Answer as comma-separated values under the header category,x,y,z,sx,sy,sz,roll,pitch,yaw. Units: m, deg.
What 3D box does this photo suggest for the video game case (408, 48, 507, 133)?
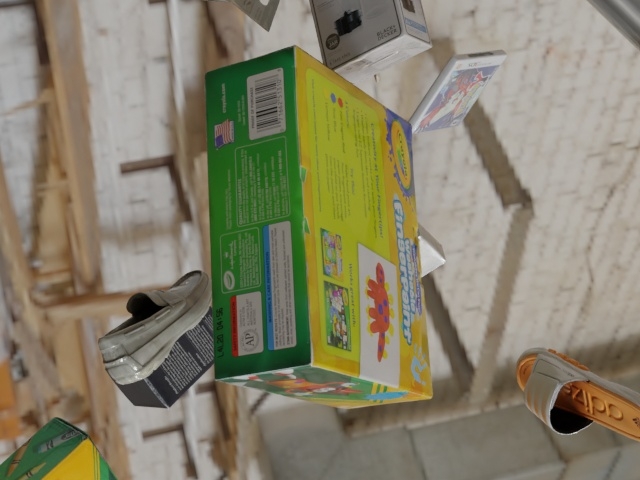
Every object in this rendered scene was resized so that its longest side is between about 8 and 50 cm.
category,x,y,z,sx,sy,sz,roll,pitch,yaw
video game case,0.279,-0.306,2.618,0.023,0.183,0.201,50,-52,22

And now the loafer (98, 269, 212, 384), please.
category,x,y,z,sx,sy,sz,roll,pitch,yaw
loafer,-0.294,0.134,2.300,0.111,0.112,0.319,60,32,-17

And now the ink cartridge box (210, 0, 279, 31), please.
category,x,y,z,sx,sy,sz,roll,pitch,yaw
ink cartridge box,-0.170,-0.442,2.032,0.066,0.232,0.189,-32,-151,34

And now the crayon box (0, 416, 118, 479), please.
category,x,y,z,sx,sy,sz,roll,pitch,yaw
crayon box,-0.362,0.366,1.511,0.081,0.278,0.165,18,-38,45

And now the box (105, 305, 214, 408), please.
category,x,y,z,sx,sy,sz,roll,pitch,yaw
box,-0.298,0.226,2.516,0.153,0.207,0.108,-6,-56,56

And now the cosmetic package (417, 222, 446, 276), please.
category,x,y,z,sx,sy,sz,roll,pitch,yaw
cosmetic package,0.139,0.062,2.687,0.099,0.239,0.060,42,24,-35

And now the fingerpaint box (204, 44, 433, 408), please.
category,x,y,z,sx,sy,sz,roll,pitch,yaw
fingerpaint box,0.000,0.000,1.830,0.371,0.163,0.444,23,60,-58

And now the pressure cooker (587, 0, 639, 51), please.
category,x,y,z,sx,sy,sz,roll,pitch,yaw
pressure cooker,0.554,-0.400,1.711,0.420,0.375,0.370,44,-51,-4

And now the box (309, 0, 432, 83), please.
category,x,y,z,sx,sy,sz,roll,pitch,yaw
box,0.067,-0.427,2.099,0.169,0.087,0.289,-23,-109,33

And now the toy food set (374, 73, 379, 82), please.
category,x,y,z,sx,sy,sz,roll,pitch,yaw
toy food set,0.117,-0.405,2.273,0.218,0.071,0.128,86,-11,-53

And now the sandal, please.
category,x,y,z,sx,sy,sz,roll,pitch,yaw
sandal,0.348,0.223,1.741,0.265,0.076,0.102,19,-47,52
